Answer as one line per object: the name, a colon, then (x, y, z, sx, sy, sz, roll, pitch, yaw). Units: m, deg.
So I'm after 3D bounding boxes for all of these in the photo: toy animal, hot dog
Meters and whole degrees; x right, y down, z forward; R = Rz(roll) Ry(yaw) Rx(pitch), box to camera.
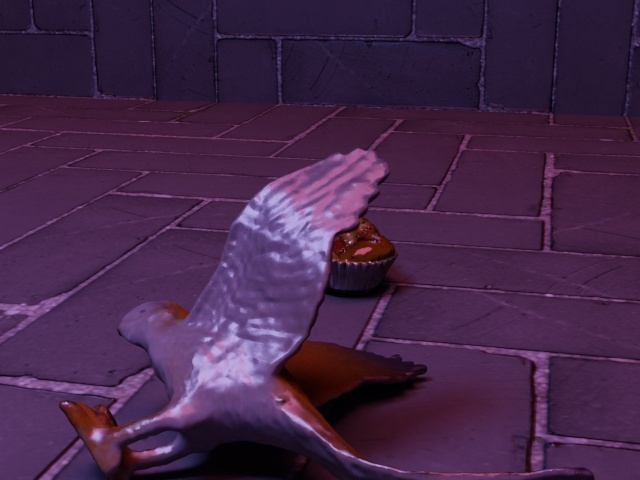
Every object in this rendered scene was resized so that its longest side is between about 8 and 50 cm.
toy animal: (-0.018, 0.125, 0.682, 0.302, 0.225, 0.284, -17, 40, -11)
hot dog: (0.000, 0.000, 1.128, 0.131, 0.069, 0.252, -7, 19, -26)
